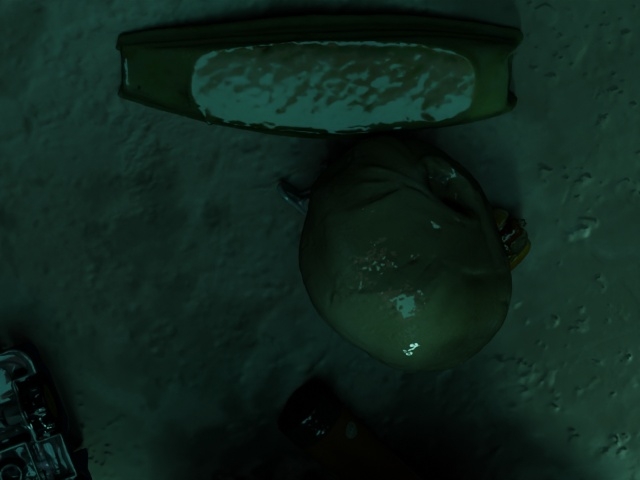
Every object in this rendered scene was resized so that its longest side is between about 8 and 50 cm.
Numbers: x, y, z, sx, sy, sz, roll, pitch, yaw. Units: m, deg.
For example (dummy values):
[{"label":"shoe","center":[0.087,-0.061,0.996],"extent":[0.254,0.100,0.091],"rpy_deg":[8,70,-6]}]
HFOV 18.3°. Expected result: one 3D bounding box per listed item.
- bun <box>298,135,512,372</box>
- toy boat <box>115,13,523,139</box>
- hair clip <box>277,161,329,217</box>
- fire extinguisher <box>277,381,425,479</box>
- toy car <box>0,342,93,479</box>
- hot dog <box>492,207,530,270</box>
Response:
[{"label":"bun","center":[0.066,-0.001,1.384],"extent":[0.113,0.166,0.173],"rpy_deg":[-47,68,38]},{"label":"toy boat","center":[0.002,-0.114,1.406],"extent":[0.293,0.055,0.093],"rpy_deg":[0,112,-5]},{"label":"hair clip","center":[0.000,-0.001,1.475],"extent":[0.039,0.030,0.115],"rpy_deg":[-7,114,20]},{"label":"fire extinguisher","center":[0.045,0.180,1.551],"extent":[0.177,0.050,0.062],"rpy_deg":[43,67,-22]},{"label":"toy car","center":[-0.228,0.167,1.501],"extent":[0.097,0.100,0.191],"rpy_deg":[-20,95,5]},{"label":"hot dog","center":[0.104,0.028,1.487],"extent":[0.133,0.041,0.056],"rpy_deg":[-40,111,13]}]
